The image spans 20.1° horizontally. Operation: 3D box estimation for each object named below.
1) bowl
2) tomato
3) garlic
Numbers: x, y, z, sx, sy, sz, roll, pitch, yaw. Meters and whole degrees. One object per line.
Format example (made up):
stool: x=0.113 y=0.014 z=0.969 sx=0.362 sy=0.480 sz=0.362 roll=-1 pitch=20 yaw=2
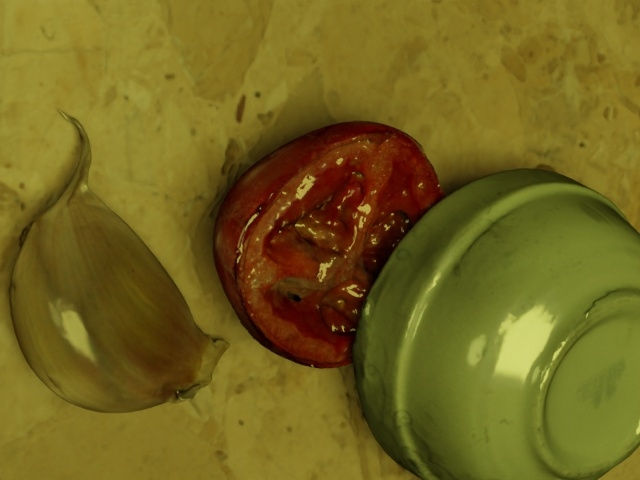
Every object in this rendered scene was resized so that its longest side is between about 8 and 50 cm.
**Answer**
bowl: x=0.198 y=0.101 z=1.598 sx=0.307 sy=0.163 sz=0.307 roll=-15 pitch=116 yaw=-32
tomato: x=-0.004 y=-0.001 z=1.570 sx=0.228 sy=0.101 sz=0.228 roll=-14 pitch=116 yaw=-31
garlic: x=-0.200 y=0.038 z=1.515 sx=0.129 sy=0.148 sz=0.266 roll=-14 pitch=115 yaw=22
